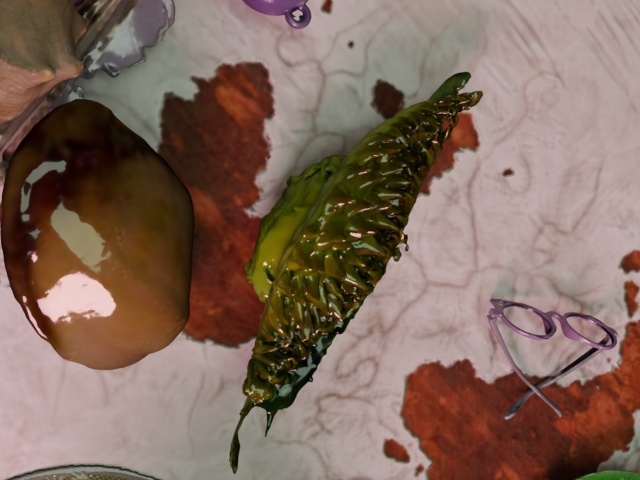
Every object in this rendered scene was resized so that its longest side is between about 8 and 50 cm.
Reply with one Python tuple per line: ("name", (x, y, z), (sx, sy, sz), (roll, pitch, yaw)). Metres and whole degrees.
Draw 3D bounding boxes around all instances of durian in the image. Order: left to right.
("durian", (0.006, 0.004, 0.615), (0.107, 0.132, 0.375), (38, 82, -29))

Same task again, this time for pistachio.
("pistachio", (-0.163, -0.002, 0.566), (0.165, 0.131, 0.210), (-44, 137, -47))

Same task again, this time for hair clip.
("hair clip", (-0.204, -0.131, 0.566), (0.106, 0.084, 0.292), (37, 82, -12))

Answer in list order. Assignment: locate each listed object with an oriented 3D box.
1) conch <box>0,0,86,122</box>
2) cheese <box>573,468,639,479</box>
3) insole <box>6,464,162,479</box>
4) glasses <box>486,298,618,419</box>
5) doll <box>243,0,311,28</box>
("conch", (-0.295, -0.181, 0.461), (0.324, 0.186, 0.263), (-13, 57, -8))
("cheese", (0.324, 0.313, 0.766), (0.320, 0.083, 0.203), (-19, 101, -9))
("insole", (-0.139, 0.263, 0.674), (0.322, 0.007, 0.109), (16, 94, -16))
("glasses", (0.212, 0.119, 0.738), (0.140, 0.062, 0.103), (8, 118, -16))
("doll", (-0.061, -0.257, 0.590), (0.110, 0.067, 0.206), (-27, 91, -17))
